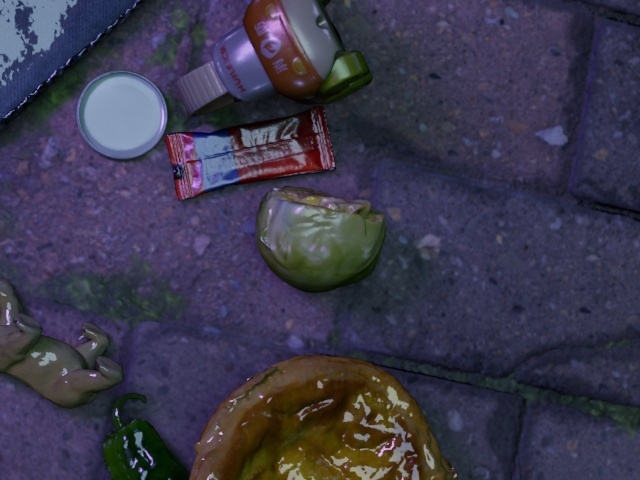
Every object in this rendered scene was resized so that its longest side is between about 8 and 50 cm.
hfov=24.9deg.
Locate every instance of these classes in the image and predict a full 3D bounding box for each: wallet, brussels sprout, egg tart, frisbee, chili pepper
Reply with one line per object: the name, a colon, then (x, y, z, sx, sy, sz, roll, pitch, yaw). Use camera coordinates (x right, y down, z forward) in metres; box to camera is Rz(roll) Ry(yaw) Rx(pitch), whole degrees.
wallet: (-0.365, -0.302, 1.716, 0.342, 0.075, 0.237, -44, 100, -12)
brussels sprout: (-0.003, 0.004, 1.723, 0.151, 0.149, 0.122, 12, 102, 29)
egg tart: (-0.007, 0.301, 1.684, 0.341, 0.129, 0.341, 8, 69, -21)
frisbee: (-0.240, -0.152, 1.754, 0.110, 0.014, 0.110, 1, 85, -10)
chili pepper: (-0.178, 0.303, 1.710, 0.100, 0.074, 0.257, -38, 97, -13)

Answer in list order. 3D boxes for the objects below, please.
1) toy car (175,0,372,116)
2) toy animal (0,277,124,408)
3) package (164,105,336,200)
toy car: (-0.065, -0.208, 1.696, 0.235, 0.235, 0.145, -26, 90, -10)
toy animal: (-0.341, 0.129, 1.689, 0.219, 0.103, 0.101, 28, 106, -11)
package: (-0.085, -0.108, 1.773, 0.200, 0.022, 0.083, -11, 88, -9)
